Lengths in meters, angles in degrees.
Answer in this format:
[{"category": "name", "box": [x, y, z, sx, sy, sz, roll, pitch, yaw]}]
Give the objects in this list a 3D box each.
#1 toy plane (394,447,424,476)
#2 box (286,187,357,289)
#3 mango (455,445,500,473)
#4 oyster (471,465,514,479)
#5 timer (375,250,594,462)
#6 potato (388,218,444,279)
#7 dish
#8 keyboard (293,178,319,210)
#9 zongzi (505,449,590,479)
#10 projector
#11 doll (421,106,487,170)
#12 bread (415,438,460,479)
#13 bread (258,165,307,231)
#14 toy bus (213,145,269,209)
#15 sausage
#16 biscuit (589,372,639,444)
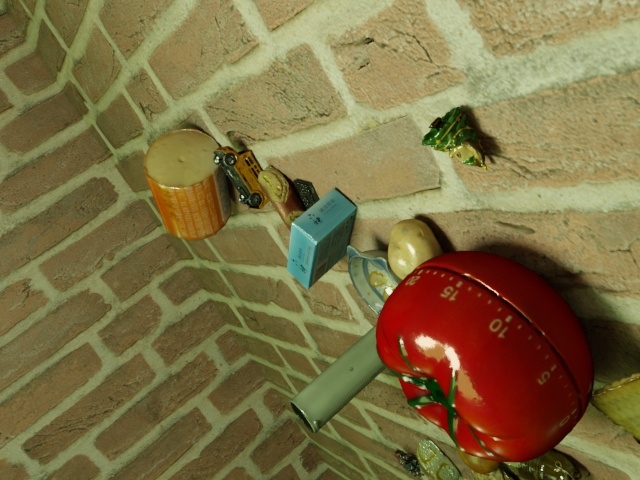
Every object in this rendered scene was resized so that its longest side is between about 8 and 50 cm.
[{"category": "toy plane", "box": [0.319, 0.766, 2.258, 0.130, 0.061, 0.189, 51, 158, 4]}, {"category": "box", "box": [0.000, 0.000, 1.564, 0.083, 0.142, 0.232, 40, 154, 18]}, {"category": "mango", "box": [0.396, 0.520, 1.686, 0.163, 0.089, 0.111, 53, 133, 19]}, {"category": "oyster", "box": [0.516, 0.688, 1.726, 0.294, 0.094, 0.166, 33, 144, 26]}, {"category": "timer", "box": [0.284, 0.197, 1.152, 0.378, 0.279, 0.378, 41, 158, 21]}, {"category": "potato", "box": [0.190, 0.027, 1.304, 0.112, 0.112, 0.147, 1, 117, 63]}, {"category": "dish", "box": [0.170, 0.095, 1.474, 0.228, 0.086, 0.236, 16, 138, 54]}, {"category": "keyboard", "box": [-0.010, -0.069, 1.665, 0.074, 0.015, 0.196, 21, 144, 53]}, {"category": "zongzi", "box": [0.526, 0.535, 1.489, 0.187, 0.084, 0.184, 14, 151, 51]}, {"category": "projector", "box": [0.075, 0.355, 1.725, 0.108, 0.337, 0.108, 44, 159, 22]}, {"category": "doll", "box": [0.225, -0.161, 1.028, 0.113, 0.077, 0.078, 24, -173, -7]}, {"category": "bread", "box": [0.358, 0.700, 2.072, 0.157, 0.083, 0.094, 50, 170, 0]}, {"category": "bread", "box": [-0.088, -0.098, 1.692, 0.192, 0.067, 0.119, 58, 178, -18]}, {"category": "toy bus", "box": [-0.207, -0.180, 1.782, 0.083, 0.088, 0.194, 12, 138, 57]}, {"category": "sausage", "box": [-0.395, -0.166, 1.992, 0.233, 0.233, 0.287, 42, 158, 22]}, {"category": "biscuit", "box": [0.553, 0.282, 0.982, 0.254, 0.029, 0.172, 40, 140, -4]}]
